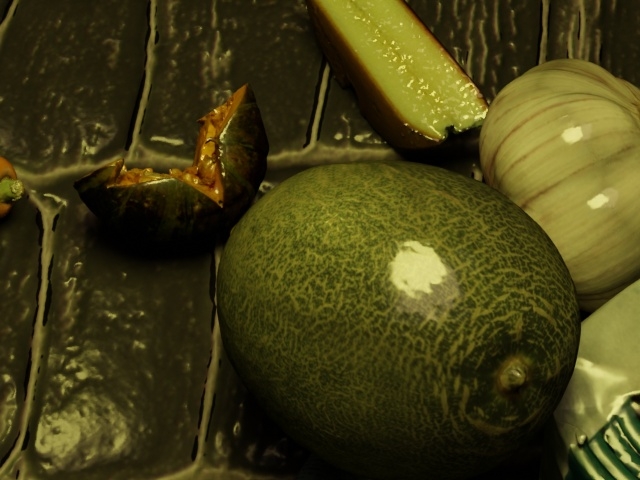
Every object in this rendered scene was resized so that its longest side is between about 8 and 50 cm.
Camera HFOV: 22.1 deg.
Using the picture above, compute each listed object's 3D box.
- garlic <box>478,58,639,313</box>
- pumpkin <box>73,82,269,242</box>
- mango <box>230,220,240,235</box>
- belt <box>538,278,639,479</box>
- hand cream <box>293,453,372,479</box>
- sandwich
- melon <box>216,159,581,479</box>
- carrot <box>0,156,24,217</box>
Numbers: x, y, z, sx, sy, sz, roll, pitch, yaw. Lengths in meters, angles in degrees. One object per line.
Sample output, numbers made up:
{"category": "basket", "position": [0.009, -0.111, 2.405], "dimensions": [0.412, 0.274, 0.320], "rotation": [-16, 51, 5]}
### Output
{"category": "garlic", "position": [0.200, -0.033, 1.441], "dimensions": [0.253, 0.245, 0.245], "rotation": [-25, 50, 26]}
{"category": "pumpkin", "position": [-0.120, -0.052, 1.473], "dimensions": [0.183, 0.119, 0.108], "rotation": [-29, 96, -15]}
{"category": "mango", "position": [0.000, 0.000, 1.463], "dimensions": [0.161, 0.076, 0.103], "rotation": [-6, 58, -1]}
{"category": "belt", "position": [0.392, 0.169, 1.296], "dimensions": [0.436, 0.173, 0.300], "rotation": [10, 53, 7]}
{"category": "hand cream", "position": [0.033, 0.175, 1.353], "dimensions": [0.088, 0.055, 0.256], "rotation": [20, 53, 26]}
{"category": "sandwich", "position": [0.070, -0.167, 1.579], "dimensions": [0.090, 0.088, 0.244], "rotation": [-30, 64, -11]}
{"category": "melon", "position": [0.051, 0.057, 1.266], "dimensions": [0.248, 0.249, 0.329], "rotation": [-34, 27, -23]}
{"category": "carrot", "position": [-0.388, -0.057, 1.512], "dimensions": [0.256, 0.061, 0.061], "rotation": [6, 54, 14]}
